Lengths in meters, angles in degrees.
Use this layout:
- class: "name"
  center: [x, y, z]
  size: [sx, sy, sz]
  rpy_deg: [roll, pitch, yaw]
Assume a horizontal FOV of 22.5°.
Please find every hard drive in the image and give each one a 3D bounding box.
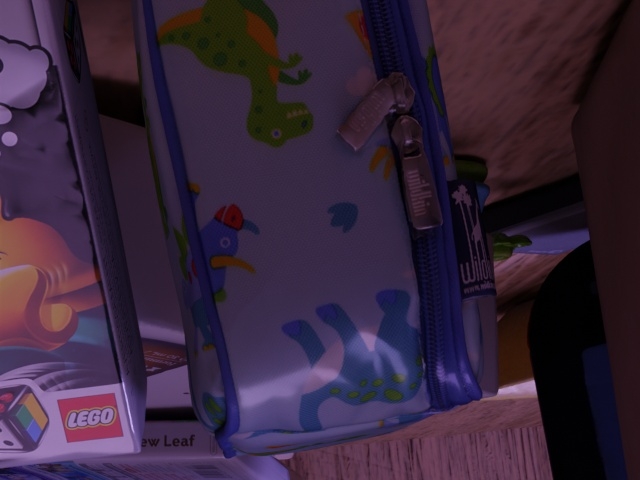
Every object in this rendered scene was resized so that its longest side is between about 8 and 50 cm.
- class: "hard drive"
  center: [0.163, -0.017, 0.999]
  size: [0.094, 0.022, 0.135]
  rpy_deg: [3, 165, -38]

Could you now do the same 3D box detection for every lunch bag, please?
- class: "lunch bag"
  center: [-0.009, -0.021, 0.527]
  size: [0.090, 0.176, 0.219]
  rpy_deg: [-11, 170, -4]

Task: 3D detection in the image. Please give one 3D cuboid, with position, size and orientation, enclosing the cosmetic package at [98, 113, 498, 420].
- class: "cosmetic package"
  center: [-0.139, 0.032, 0.796]
  size: [0.377, 0.097, 0.284]
  rpy_deg: [15, 159, -42]

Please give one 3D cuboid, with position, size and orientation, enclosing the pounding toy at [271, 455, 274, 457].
- class: "pounding toy"
  center: [-0.085, 0.067, 1.157]
  size: [0.269, 0.155, 0.154]
  rpy_deg: [11, -171, -30]

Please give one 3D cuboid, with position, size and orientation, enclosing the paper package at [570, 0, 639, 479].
- class: "paper package"
  center: [0.218, 0.053, 0.625]
  size: [0.168, 0.325, 0.309]
  rpy_deg: [-7, 167, -2]

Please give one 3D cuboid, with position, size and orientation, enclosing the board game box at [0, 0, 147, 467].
- class: "board game box"
  center: [-0.222, -0.001, 0.523]
  size: [0.305, 0.053, 0.193]
  rpy_deg: [-7, 124, 0]

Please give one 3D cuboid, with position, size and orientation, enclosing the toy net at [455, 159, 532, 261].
- class: "toy net"
  center: [0.000, 0.000, 0.952]
  size: [0.232, 0.045, 0.122]
  rpy_deg: [-10, 170, 25]

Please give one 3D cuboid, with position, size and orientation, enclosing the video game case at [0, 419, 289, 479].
- class: "video game case"
  center: [-0.126, 0.127, 0.911]
  size: [0.193, 0.023, 0.212]
  rpy_deg: [-2, 166, 6]

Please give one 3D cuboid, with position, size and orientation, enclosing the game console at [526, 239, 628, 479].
- class: "game console"
  center: [0.293, 0.122, 0.833]
  size: [0.342, 0.386, 0.060]
  rpy_deg: [-20, 141, 19]

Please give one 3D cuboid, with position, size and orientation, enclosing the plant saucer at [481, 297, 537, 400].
- class: "plant saucer"
  center: [0.324, 0.068, 1.357]
  size: [0.332, 0.081, 0.333]
  rpy_deg: [1, 166, -28]

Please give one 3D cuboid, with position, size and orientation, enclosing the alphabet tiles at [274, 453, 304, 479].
- class: "alphabet tiles"
  center: [-0.156, 0.133, 1.198]
  size: [0.284, 0.021, 0.278]
  rpy_deg: [5, -164, -45]
